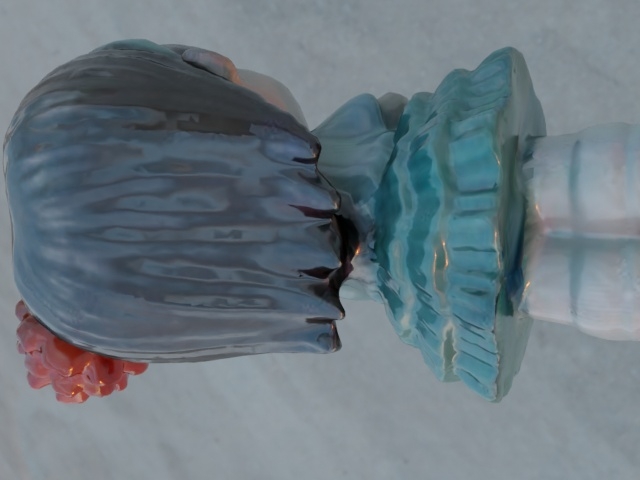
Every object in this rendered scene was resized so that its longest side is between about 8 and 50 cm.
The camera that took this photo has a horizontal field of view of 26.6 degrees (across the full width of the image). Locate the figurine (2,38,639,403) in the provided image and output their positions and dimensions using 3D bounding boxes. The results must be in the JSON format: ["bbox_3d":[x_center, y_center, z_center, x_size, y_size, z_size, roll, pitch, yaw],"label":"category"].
[{"bbox_3d":[0.000,0.000,0.476,0.110,0.245,0.138,-14,-73,-72],"label":"figurine"}]
